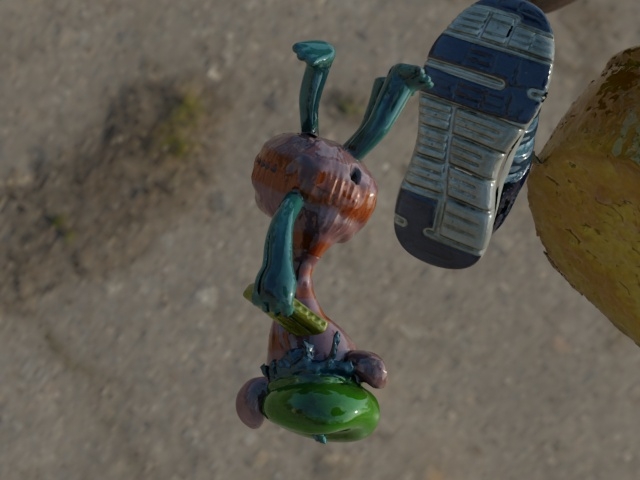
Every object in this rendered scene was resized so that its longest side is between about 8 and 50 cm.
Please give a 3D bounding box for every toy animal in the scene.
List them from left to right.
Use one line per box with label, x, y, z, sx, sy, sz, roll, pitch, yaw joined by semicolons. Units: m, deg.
toy animal;0.000;0.000;0.998;0.100;0.208;0.103;10;-6;21

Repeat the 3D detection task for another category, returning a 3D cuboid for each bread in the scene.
bread;0.401;-0.019;1.876;0.398;0.398;0.215;45;70;6

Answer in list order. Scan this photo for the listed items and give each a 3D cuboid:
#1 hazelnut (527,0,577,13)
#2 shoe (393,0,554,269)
hazelnut;0.236;-0.319;1.968;0.178;0.178;0.204;-9;19;-39
shoe;0.117;-0.083;1.401;0.092;0.207;0.106;20;22;11
